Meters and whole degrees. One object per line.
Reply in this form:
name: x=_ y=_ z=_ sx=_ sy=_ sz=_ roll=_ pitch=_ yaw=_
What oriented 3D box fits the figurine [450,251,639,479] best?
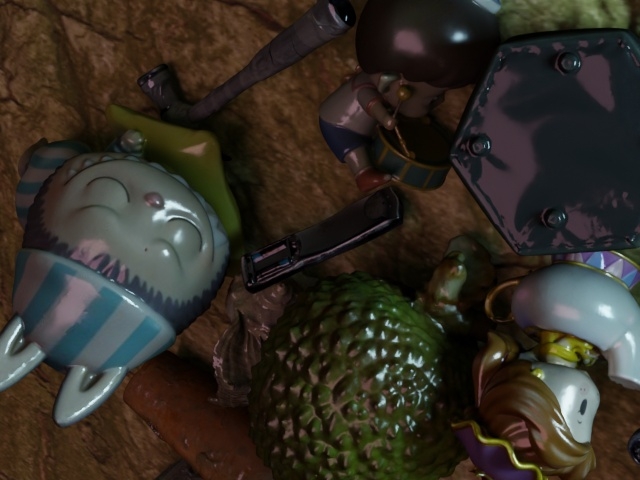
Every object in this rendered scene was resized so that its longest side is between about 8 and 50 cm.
figurine: x=0.234 y=0.134 z=1.319 sx=0.189 sy=0.263 sz=0.142 roll=16 pitch=164 yaw=34

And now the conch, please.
conch: x=-0.074 y=0.131 z=1.623 sx=0.163 sy=0.178 sz=0.245 roll=52 pitch=151 yaw=16

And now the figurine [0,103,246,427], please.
figurine: x=-0.316 y=0.031 z=1.584 sx=0.361 sy=0.377 sz=0.266 roll=4 pitch=129 yaw=41

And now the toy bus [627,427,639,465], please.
toy bus: x=0.398 y=0.240 z=1.346 sx=0.134 sy=0.116 sz=0.234 roll=14 pitch=122 yaw=31

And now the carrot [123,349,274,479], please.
carrot: x=-0.129 y=0.266 z=1.753 sx=0.302 sy=0.139 sz=0.138 roll=40 pitch=131 yaw=22

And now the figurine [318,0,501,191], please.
figurine: x=0.106 y=-0.183 z=1.342 sx=0.158 sy=0.161 sz=0.275 roll=24 pitch=130 yaw=-2

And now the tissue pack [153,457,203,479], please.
tissue pack: x=-0.234 y=0.397 z=1.908 sx=0.065 sy=0.115 sz=0.155 roll=44 pitch=132 yaw=11

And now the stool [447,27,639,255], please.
stool: x=0.241 y=-0.095 z=1.238 sx=0.232 sy=0.141 sz=0.232 roll=2 pitch=101 yaw=11

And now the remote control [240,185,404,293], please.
remote control: x=0.000 y=0.000 z=1.518 sx=0.212 sy=0.059 sz=0.028 roll=-26 pitch=134 yaw=16

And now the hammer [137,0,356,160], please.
hammer: x=-0.087 y=-0.195 z=1.483 sx=0.152 sy=0.044 sz=0.427 roll=57 pitch=148 yaw=-3

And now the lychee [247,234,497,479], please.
lychee: x=0.066 y=0.158 z=1.455 sx=0.320 sy=0.270 sz=0.270 roll=-22 pitch=98 yaw=25
